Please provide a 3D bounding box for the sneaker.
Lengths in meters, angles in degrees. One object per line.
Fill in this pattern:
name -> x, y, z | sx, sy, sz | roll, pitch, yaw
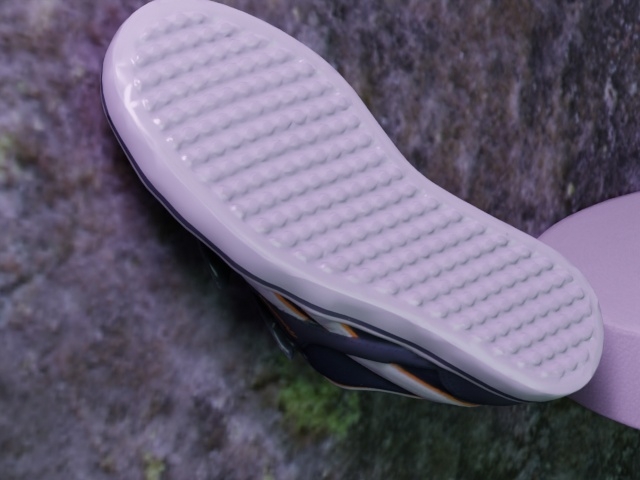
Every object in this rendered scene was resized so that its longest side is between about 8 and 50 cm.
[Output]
sneaker -> 0.000, 0.000, 0.726 | 0.321, 0.127, 0.126 | 37, 61, -18

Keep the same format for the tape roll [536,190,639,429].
tape roll -> 0.337, 0.032, 0.893 | 0.392, 0.392, 0.072 | -23, 112, -44
